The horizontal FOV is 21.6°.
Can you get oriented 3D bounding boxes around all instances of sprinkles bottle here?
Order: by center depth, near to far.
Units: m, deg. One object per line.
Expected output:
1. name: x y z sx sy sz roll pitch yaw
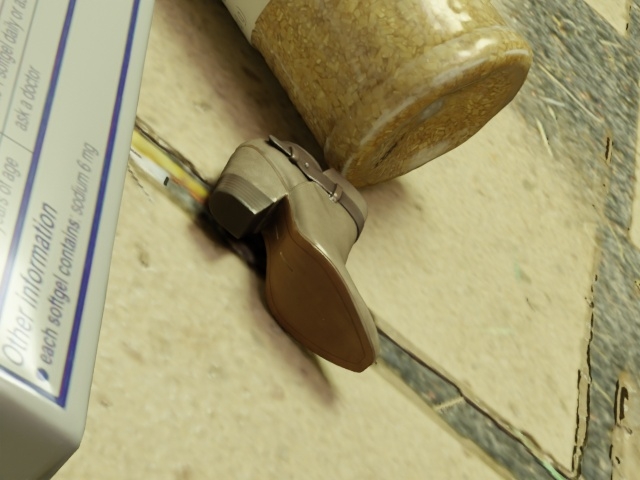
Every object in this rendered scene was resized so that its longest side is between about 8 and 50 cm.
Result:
1. sprinkles bottle: -0.032 -0.201 0.879 0.121 0.121 0.355 -11 65 -54

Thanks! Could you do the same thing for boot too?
1. boot: 0.000 0.000 0.778 0.118 0.042 0.087 51 30 4

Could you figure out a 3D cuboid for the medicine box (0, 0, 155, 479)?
1. medicine box: -0.207 -0.064 0.492 0.289 0.149 0.263 32 35 -24
